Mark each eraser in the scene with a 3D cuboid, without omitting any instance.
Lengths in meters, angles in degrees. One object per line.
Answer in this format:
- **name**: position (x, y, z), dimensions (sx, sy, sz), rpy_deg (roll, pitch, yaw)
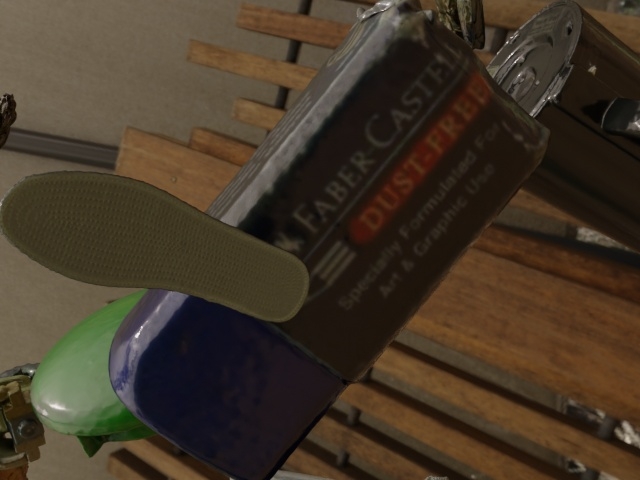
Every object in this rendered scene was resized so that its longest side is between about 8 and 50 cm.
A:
- **eraser**: position (0.000, 0.000, 0.464), dimensions (0.155, 0.101, 0.332), rpy_deg (39, -88, -18)

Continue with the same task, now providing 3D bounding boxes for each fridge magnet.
- **fridge magnet**: position (-0.164, 0.108, 0.616), dimensions (0.208, 0.208, 0.088), rpy_deg (-42, -54, -41)

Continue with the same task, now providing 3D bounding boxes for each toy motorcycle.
- **toy motorcycle**: position (-0.644, 0.331, 1.116), dimensions (0.410, 0.237, 0.168), rpy_deg (-24, -63, -31)

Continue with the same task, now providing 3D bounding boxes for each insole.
- **insole**: position (-0.071, 0.006, 0.313), dimensions (0.153, 0.002, 0.053), rpy_deg (23, -98, -27)

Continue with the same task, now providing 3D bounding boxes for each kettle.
- **kettle**: position (0.357, -0.120, 0.759), dimensions (0.262, 0.308, 0.203), rpy_deg (-32, 33, 62)

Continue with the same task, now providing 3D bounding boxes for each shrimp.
- **shrimp**: position (0.140, -0.261, 0.682), dimensions (0.217, 0.051, 0.150), rpy_deg (66, -169, -51)

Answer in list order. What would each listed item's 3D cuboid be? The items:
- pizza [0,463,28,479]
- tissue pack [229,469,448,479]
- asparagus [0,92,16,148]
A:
- **pizza**: position (-0.661, 0.536, 1.367), dimensions (0.147, 0.069, 0.226), rpy_deg (-19, -79, -32)
- **tissue pack**: position (0.012, 0.261, 0.564), dimensions (0.026, 0.193, 0.122), rpy_deg (62, -151, -77)
- **asparagus**: position (-0.242, 0.013, 0.455), dimensions (0.025, 0.025, 0.248), rpy_deg (31, -120, -65)
